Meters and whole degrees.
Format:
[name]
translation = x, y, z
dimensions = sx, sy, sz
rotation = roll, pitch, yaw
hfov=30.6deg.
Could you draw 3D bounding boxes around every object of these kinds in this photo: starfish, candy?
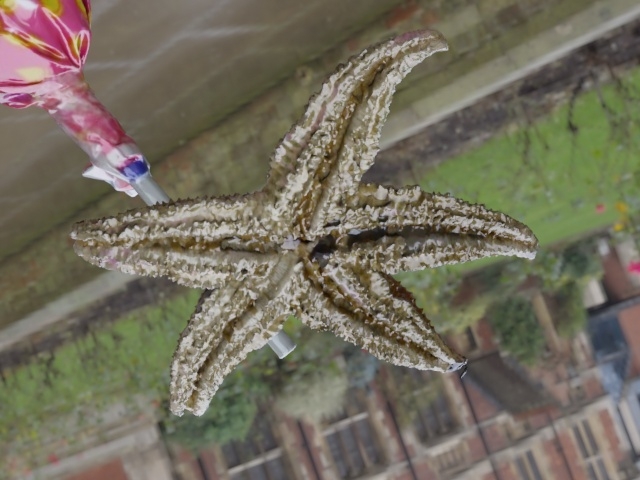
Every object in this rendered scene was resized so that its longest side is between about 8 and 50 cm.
[starfish]
translation = 0.000, -0.001, 0.573
dimensions = 0.227, 0.043, 0.240
rotation = 15, 123, -26
[candy]
translation = -0.137, -0.062, 0.803
dimensions = 0.124, 0.365, 0.124
rotation = -40, -173, 6
